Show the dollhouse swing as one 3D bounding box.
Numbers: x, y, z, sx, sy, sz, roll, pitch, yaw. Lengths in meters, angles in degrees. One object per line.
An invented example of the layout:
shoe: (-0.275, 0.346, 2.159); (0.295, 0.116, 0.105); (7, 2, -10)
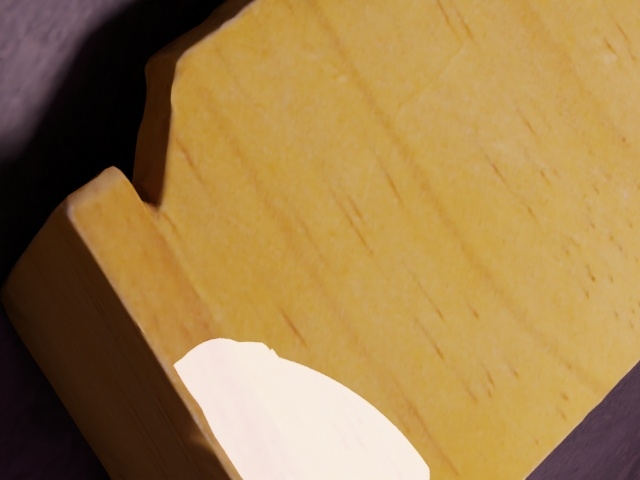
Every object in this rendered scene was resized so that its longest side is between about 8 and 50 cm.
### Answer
dollhouse swing: (0.000, 0.000, 0.827); (0.347, 0.305, 0.315); (-41, 113, -28)
